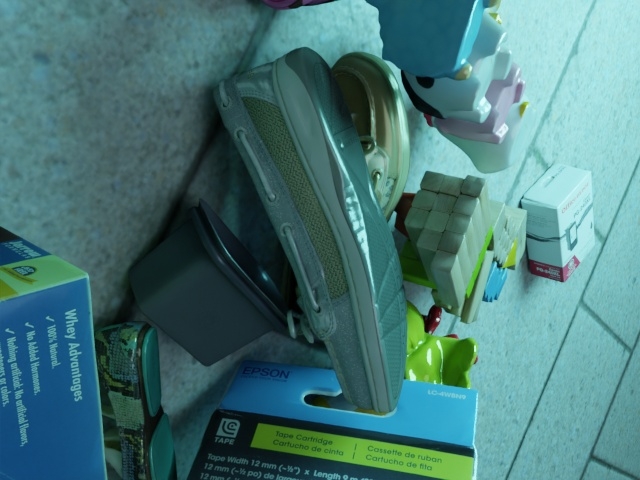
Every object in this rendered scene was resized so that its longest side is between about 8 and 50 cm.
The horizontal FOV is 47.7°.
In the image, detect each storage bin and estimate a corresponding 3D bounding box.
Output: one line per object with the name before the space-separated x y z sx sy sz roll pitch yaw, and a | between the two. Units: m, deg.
storage bin | -0.101 0.041 0.637 0.091 0.098 0.135 -34 134 1

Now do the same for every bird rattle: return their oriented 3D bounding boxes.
bird rattle | 0.073 0.144 0.832 0.207 0.143 0.253 -35 172 -3

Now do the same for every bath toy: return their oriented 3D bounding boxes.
bath toy | 0.136 -0.174 0.718 0.151 0.129 0.348 -66 156 -2

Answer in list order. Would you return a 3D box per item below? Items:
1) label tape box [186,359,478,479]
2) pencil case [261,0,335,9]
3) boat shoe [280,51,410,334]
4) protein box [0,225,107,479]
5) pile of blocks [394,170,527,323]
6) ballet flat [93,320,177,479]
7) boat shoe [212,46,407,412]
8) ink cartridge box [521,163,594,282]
label tape box | -0.002 0.276 0.617 0.347 0.249 0.115 -70 162 -50
pencil case | 0.031 -0.273 0.657 0.209 0.095 0.098 -26 100 -42
boat shoe | 0.017 -0.039 0.713 0.089 0.105 0.285 -15 116 -46
protein box | -0.259 0.118 0.449 0.201 0.136 0.199 -18 116 -43
pile of blocks | 0.151 0.009 0.848 0.362 0.113 0.148 10 95 -65
ballet flat | -0.165 0.155 0.627 0.070 0.070 0.188 -18 112 -43
boat shoe | -0.001 -0.001 0.634 0.118 0.103 0.320 -38 112 -68
ink cartridge box | 0.376 -0.028 1.137 0.109 0.063 0.150 -42 131 -29
